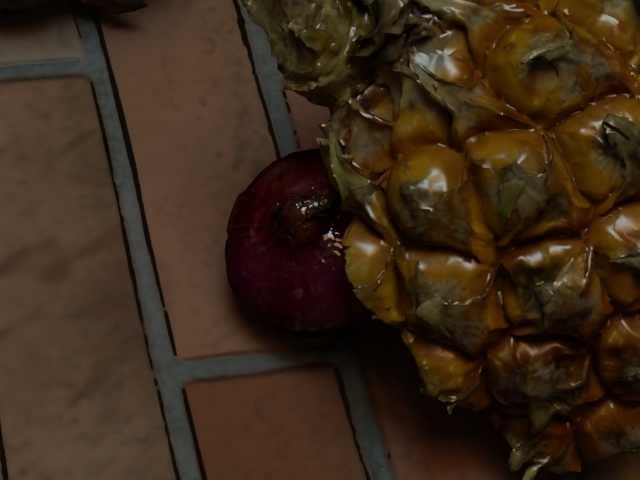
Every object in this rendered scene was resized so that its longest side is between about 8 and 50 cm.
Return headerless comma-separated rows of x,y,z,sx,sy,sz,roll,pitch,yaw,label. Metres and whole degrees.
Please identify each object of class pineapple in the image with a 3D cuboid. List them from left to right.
0.122,-0.088,0.991,0.286,0.209,0.344,36,48,-35,pineapple

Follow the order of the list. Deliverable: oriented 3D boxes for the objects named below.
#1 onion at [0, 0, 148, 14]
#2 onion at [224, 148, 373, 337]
-0.192,-0.315,1.123,0.267,0.159,0.348,-2,79,-1,onion
0.000,0.000,1.053,0.107,0.097,0.107,-5,62,10,onion
